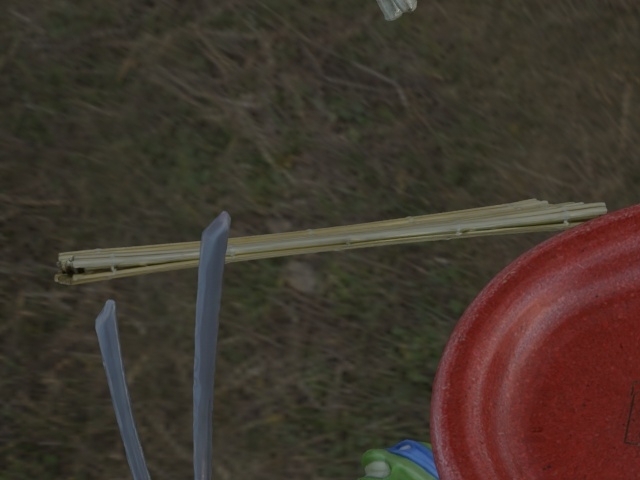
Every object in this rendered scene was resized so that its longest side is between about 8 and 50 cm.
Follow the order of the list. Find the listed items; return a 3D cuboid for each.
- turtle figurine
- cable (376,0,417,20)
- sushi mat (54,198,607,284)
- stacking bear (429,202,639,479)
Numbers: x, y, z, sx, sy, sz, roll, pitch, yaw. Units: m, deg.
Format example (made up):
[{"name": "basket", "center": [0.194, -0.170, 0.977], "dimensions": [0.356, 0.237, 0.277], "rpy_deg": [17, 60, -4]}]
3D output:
[{"name": "turtle figurine", "center": [-0.072, 0.165, 0.855], "dimensions": [0.198, 0.275, 0.266], "rpy_deg": [4, 56, 53]}, {"name": "cable", "center": [-0.017, -0.251, 0.989], "dimensions": [0.072, 0.139, 0.287], "rpy_deg": [-38, 87, -24]}, {"name": "sushi mat", "center": [0.000, 0.000, 1.137], "dimensions": [0.317, 0.151, 0.019], "rpy_deg": [-6, 93, -13]}, {"name": "stacking bear", "center": [0.142, 0.127, 0.716], "dimensions": [0.164, 0.289, 0.175], "rpy_deg": [6, 59, 18]}]
